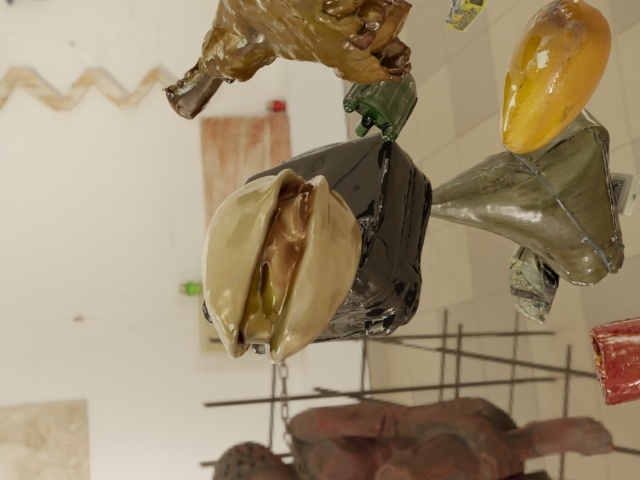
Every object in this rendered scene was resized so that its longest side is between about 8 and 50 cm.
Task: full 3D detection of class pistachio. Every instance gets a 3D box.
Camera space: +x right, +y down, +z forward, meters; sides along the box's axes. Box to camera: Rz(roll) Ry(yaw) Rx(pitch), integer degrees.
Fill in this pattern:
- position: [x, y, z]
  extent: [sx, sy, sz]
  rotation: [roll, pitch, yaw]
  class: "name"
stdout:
- position: [-0.052, 0.029, 1.017]
  extent: [0.318, 0.193, 0.214]
  rotation: [-73, -5, -55]
  class: "pistachio"

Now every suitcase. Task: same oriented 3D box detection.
- position: [0.000, 0.000, 1.349]
  extent: [0.345, 0.188, 0.339]
  rotation: [-16, 50, 37]
  class: "suitcase"

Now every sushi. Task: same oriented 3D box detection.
- position: [0.475, 0.089, 1.867]
  extent: [0.273, 0.109, 0.134]
  rotation: [75, -153, -63]
  class: "sushi"

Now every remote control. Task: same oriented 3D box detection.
- position: [0.587, -0.103, 1.728]
  extent: [0.190, 0.029, 0.088]
  rotation: [23, 99, 67]
  class: "remote control"

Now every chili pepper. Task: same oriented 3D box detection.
- position: [0.590, 0.168, 1.250]
  extent: [0.131, 0.338, 0.135]
  rotation: [42, -140, -63]
  class: "chili pepper"

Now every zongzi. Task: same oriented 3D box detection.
- position: [0.393, -0.022, 1.599]
  extent: [0.356, 0.392, 0.174]
  rotation: [65, 177, -30]
  class: "zongzi"

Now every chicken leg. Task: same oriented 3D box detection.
- position: [-0.031, -0.262, 1.029]
  extent: [0.409, 0.295, 0.182]
  rotation: [-40, 33, 35]
  class: "chicken leg"

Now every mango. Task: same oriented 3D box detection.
- position: [0.300, -0.210, 1.088]
  extent: [0.112, 0.144, 0.219]
  rotation: [43, 131, 28]
  class: "mango"

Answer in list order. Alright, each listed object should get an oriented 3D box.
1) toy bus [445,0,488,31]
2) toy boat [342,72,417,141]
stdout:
- position: [0.367, -0.593, 2.096]
  extent: [0.226, 0.074, 0.081]
  rotation: [150, 136, -86]
  class: "toy bus"
- position: [0.102, -0.231, 1.317]
  extent: [0.052, 0.104, 0.210]
  rotation: [-53, 6, 43]
  class: "toy boat"
